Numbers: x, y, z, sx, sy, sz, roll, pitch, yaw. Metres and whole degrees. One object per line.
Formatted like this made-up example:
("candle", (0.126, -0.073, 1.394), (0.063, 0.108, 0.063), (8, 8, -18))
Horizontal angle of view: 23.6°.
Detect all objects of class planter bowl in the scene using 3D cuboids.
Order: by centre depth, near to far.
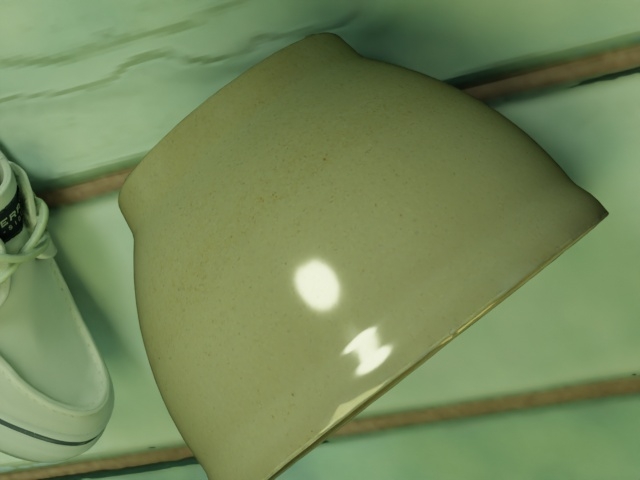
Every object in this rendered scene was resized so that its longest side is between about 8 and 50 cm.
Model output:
("planter bowl", (0.000, 0.000, 0.520), (0.109, 0.162, 0.162), (51, 130, 6))

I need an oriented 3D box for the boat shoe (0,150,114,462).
("boat shoe", (-0.146, -0.001, 0.597), (0.075, 0.083, 0.226), (-23, 120, 33))
